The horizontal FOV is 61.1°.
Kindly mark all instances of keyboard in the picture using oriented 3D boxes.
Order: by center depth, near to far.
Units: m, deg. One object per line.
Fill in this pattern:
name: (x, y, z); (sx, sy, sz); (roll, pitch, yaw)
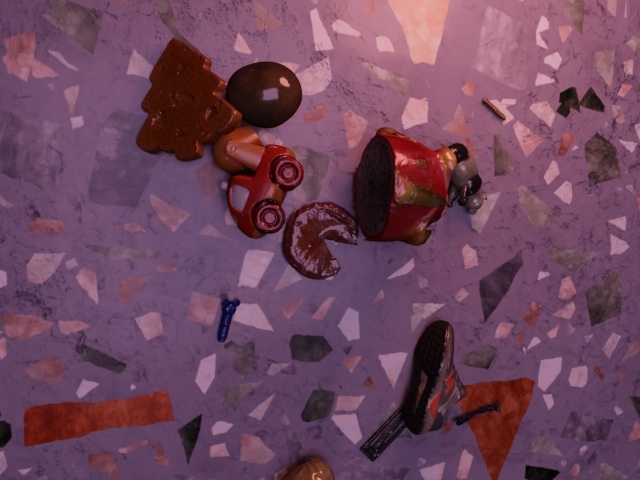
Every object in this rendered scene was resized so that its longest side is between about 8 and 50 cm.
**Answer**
keyboard: (0.208, 0.569, 1.623); (0.204, 0.013, 0.061); (-45, 104, -5)

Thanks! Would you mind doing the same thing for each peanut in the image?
peanut: (-0.083, 0.745, 1.516); (0.147, 0.147, 0.305); (37, 91, -15)

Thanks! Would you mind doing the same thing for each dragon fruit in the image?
dragon fruit: (0.232, -0.131, 1.409); (0.226, 0.305, 0.305); (4, 96, -18)

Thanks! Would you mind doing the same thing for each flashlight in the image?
flashlight: (-0.254, 0.213, 1.456); (0.057, 0.035, 0.121); (9, 99, -40)

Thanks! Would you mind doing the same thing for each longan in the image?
longan: (-0.140, -0.363, 1.349); (0.188, 0.167, 0.167); (9, 94, -11)

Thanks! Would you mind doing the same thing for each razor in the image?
razor: (0.484, 0.539, 1.681); (0.155, 0.028, 0.044); (-17, 100, -13)

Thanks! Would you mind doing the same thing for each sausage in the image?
sausage: (0.508, -0.383, 1.584); (0.100, 0.015, 0.015); (38, 87, -15)

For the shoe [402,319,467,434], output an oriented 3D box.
shoe: (0.365, 0.407, 1.590); (0.171, 0.132, 0.336); (14, 90, -25)

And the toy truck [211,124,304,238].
toy truck: (-0.177, -0.147, 1.360); (0.239, 0.189, 0.264); (21, 90, -6)

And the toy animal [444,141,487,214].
toy animal: (0.400, -0.172, 1.548); (0.121, 0.094, 0.225); (-34, 102, -17)

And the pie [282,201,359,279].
pie: (0.000, 0.000, 1.483); (0.205, 0.054, 0.218); (19, 92, -16)

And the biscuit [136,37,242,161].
biscuit: (-0.328, -0.343, 1.319); (0.284, 0.043, 0.305); (-9, 84, 18)
